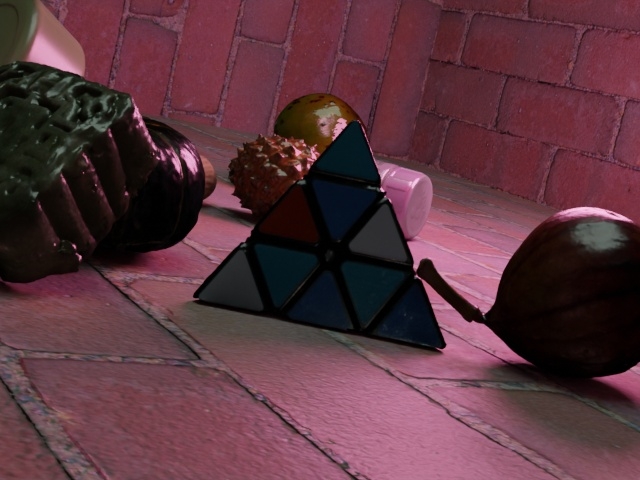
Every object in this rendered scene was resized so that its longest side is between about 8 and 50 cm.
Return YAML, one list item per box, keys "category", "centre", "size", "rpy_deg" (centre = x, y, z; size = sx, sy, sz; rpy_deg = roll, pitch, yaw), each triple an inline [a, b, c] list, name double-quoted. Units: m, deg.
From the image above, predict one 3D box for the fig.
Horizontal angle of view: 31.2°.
- category: "fig"
  centre: [0.260, 0.076, 1.282]
  size: [0.250, 0.186, 0.204]
  rpy_deg: [-22, -19, 8]

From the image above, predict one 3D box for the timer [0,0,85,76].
- category: "timer"
  centre: [-0.442, -0.201, 1.858]
  size: [0.315, 0.290, 0.291]
  rpy_deg: [36, -8, -38]

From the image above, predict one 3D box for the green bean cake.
- category: "green bean cake"
  centre: [-0.308, -0.072, 1.194]
  size: [0.223, 0.227, 0.125]
  rpy_deg: [22, -31, 28]

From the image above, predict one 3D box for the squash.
- category: "squash"
  centre: [-0.266, -0.072, 1.418]
  size: [0.252, 0.165, 0.252]
  rpy_deg: [9, 14, -2]

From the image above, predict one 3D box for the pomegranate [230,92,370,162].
- category: "pomegranate"
  centre: [-0.032, -0.203, 2.398]
  size: [0.286, 0.231, 0.231]
  rpy_deg: [10, 9, -25]

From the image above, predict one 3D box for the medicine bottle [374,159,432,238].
- category: "medicine bottle"
  centre: [0.110, -0.082, 2.135]
  size: [0.168, 0.135, 0.135]
  rpy_deg: [16, 9, 25]

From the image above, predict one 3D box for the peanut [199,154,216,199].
- category: "peanut"
  centre: [-0.237, -0.104, 1.939]
  size: [0.087, 0.087, 0.207]
  rpy_deg: [15, 8, 17]

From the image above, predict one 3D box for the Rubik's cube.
- category: "Rubik's cube"
  centre: [0.000, 0.000, 1.382]
  size: [0.284, 0.250, 0.234]
  rpy_deg: [7, -10, -5]

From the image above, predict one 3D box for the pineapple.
- category: "pineapple"
  centre: [-0.079, -0.106, 1.959]
  size: [0.193, 0.166, 0.166]
  rpy_deg: [18, 10, 30]
